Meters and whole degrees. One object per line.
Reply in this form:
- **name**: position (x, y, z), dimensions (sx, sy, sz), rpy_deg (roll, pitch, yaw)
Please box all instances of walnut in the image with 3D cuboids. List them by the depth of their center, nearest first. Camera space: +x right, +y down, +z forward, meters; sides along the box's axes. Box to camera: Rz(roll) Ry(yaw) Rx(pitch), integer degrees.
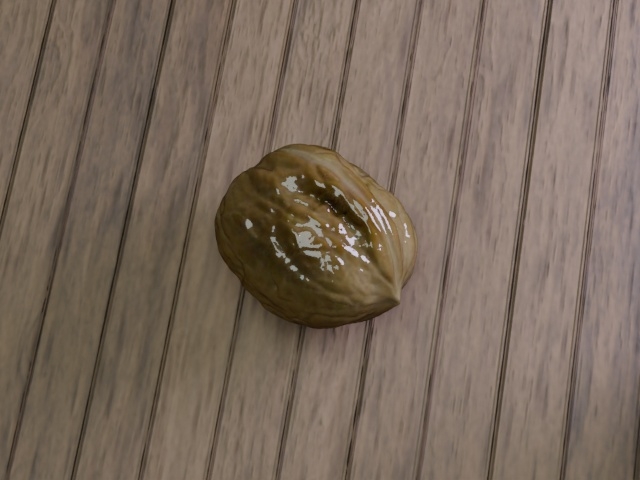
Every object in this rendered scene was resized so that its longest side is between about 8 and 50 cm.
- **walnut**: position (0.000, 0.000, 1.178), dimensions (0.184, 0.155, 0.155), rpy_deg (39, 82, 14)
